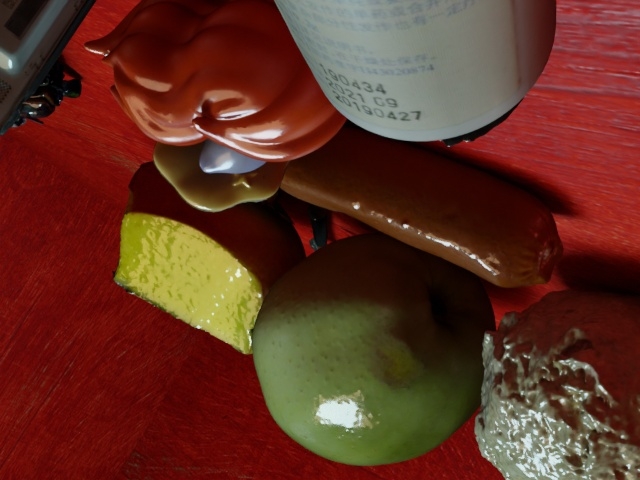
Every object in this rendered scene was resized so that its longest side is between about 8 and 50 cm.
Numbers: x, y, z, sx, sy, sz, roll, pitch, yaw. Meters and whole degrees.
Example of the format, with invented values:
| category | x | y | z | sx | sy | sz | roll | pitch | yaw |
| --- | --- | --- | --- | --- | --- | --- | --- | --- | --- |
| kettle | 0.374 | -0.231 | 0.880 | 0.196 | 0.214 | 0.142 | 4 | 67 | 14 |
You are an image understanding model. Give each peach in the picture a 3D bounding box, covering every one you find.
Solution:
| category | x | y | z | sx | sy | sz | roll | pitch | yaw |
| --- | --- | --- | --- | --- | --- | --- | --- | --- | --- |
| peach | -0.193 | -0.008 | 1.432 | 0.380 | 0.242 | 0.306 | 25 | -153 | 16 |

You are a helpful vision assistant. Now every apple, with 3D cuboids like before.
| category | x | y | z | sx | sy | sz | roll | pitch | yaw |
| --- | --- | --- | --- | --- | --- | --- | --- | --- | --- |
| apple | 0.086 | 0.155 | 1.203 | 0.357 | 0.357 | 0.357 | 29 | 170 | 6 |

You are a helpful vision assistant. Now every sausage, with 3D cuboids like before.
| category | x | y | z | sx | sy | sz | roll | pitch | yaw |
| --- | --- | --- | --- | --- | --- | --- | --- | --- | --- |
| sausage | 0.087 | -0.051 | 0.870 | 0.349 | 0.097 | 0.094 | 25 | 159 | 26 |

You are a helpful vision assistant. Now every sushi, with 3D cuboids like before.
| category | x | y | z | sx | sy | sz | roll | pitch | yaw |
| --- | --- | --- | --- | --- | --- | --- | --- | --- | --- |
| sushi | -0.123 | -0.106 | 1.333 | 0.201 | 0.031 | 0.139 | 33 | -172 | -22 |

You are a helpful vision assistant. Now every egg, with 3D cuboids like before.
| category | x | y | z | sx | sy | sz | roll | pitch | yaw |
| --- | --- | --- | --- | --- | --- | --- | --- | --- | --- |
| egg | 0.308 | 0.180 | 0.938 | 0.279 | 0.279 | 0.310 | 27 | 157 | 11 |

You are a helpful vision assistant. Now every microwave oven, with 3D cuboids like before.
| category | x | y | z | sx | sy | sz | roll | pitch | yaw |
| --- | --- | --- | --- | --- | --- | --- | --- | --- | --- |
| microwave oven | -0.345 | -0.222 | 0.896 | 0.122 | 0.208 | 0.162 | 34 | 169 | -24 |

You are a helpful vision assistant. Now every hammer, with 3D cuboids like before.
| category | x | y | z | sx | sy | sz | roll | pitch | yaw |
| --- | --- | --- | --- | --- | --- | --- | --- | --- | --- |
| hammer | 0.001 | 0.000 | 1.433 | 0.287 | 0.033 | 0.111 | 82 | 172 | -69 |

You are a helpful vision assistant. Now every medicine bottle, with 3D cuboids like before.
| category | x | y | z | sx | sy | sz | roll | pitch | yaw |
| --- | --- | --- | --- | --- | --- | --- | --- | --- | --- |
| medicine bottle | 0.033 | -0.158 | 0.364 | 0.143 | 0.143 | 0.258 | 26 | 169 | 21 |

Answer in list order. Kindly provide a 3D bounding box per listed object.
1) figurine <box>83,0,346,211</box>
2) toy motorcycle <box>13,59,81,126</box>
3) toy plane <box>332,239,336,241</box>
| category | x | y | z | sx | sy | sz | roll | pitch | yaw |
| --- | --- | --- | --- | --- | --- | --- | --- | --- | --- |
| figurine | -0.088 | -0.135 | 0.747 | 0.208 | 0.181 | 0.257 | 58 | 163 | 5 |
| toy motorcycle | -0.500 | -0.253 | 1.341 | 0.207 | 0.134 | 0.401 | 2 | -174 | -3 |
| toy plane | 0.101 | 0.055 | 1.441 | 0.189 | 0.061 | 0.130 | 35 | -168 | -41 |
